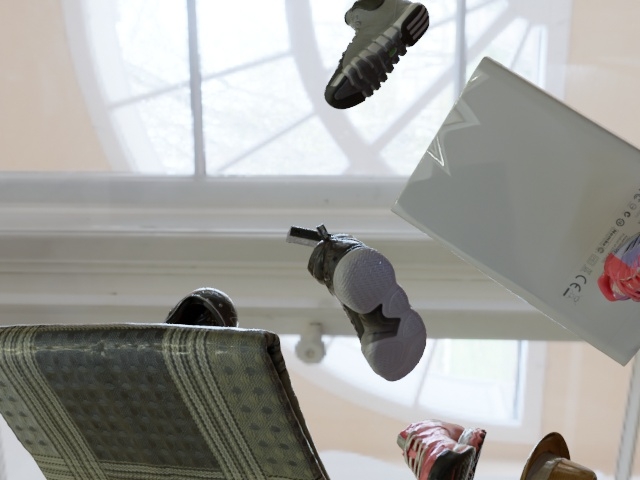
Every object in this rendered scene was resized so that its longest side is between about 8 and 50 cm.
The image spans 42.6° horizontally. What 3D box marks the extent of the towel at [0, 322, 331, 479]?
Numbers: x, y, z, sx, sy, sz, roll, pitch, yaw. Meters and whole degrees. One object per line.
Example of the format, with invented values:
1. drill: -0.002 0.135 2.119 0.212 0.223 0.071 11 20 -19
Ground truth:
1. towel: -0.116 0.196 0.693 0.056 0.312 0.324 -56 -46 -49

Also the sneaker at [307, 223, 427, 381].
1. sneaker: 0.067 0.087 1.229 0.153 0.101 0.268 46 165 50

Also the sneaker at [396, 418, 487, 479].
1. sneaker: 0.180 0.359 1.338 0.314 0.136 0.115 13 -87 -72

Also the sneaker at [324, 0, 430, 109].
1. sneaker: 0.067 -0.327 1.383 0.132 0.229 0.086 42 174 34

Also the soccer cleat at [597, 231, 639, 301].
1. soccer cleat: 0.300 0.023 0.734 0.083 0.095 0.248 55 -169 12

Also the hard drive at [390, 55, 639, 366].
1. hard drive: 0.265 -0.034 0.924 0.210 0.319 0.040 -60 -13 22

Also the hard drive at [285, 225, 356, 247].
1. hard drive: 0.000 0.000 1.692 0.094 0.135 0.022 129 152 -78

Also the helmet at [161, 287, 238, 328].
1. helmet: -0.273 0.191 1.932 0.169 0.161 0.169 48 169 12

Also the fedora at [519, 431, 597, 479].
1. fedora: 0.336 0.362 1.138 0.194 0.079 0.194 -8 -80 -53
